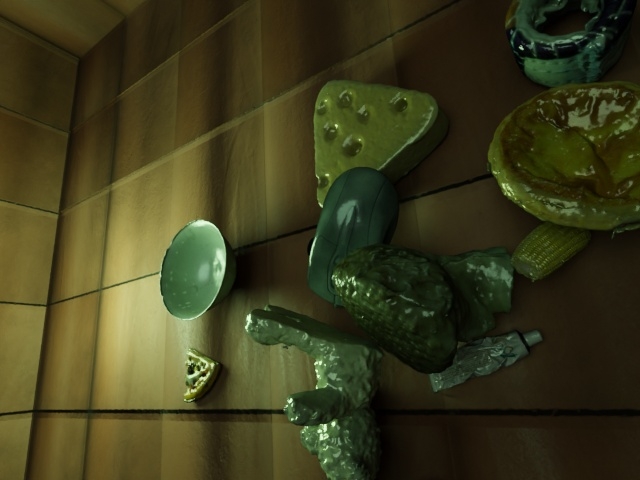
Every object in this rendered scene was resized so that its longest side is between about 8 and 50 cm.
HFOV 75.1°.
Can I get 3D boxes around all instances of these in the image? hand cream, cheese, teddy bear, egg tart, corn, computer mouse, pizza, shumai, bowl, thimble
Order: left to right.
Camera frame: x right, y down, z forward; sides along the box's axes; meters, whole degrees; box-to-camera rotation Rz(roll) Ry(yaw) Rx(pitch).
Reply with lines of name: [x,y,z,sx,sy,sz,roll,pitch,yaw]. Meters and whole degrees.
pizza: [-0.395,0.413,1.349,0.184,0.036,0.176,-39,58,21]
bowl: [-0.359,0.100,1.335,0.313,0.146,0.314,-9,74,33]
teddy bear: [-0.017,0.371,0.911,0.374,0.327,0.363,16,87,9]
computer mouse: [0.068,0.010,1.007,0.188,0.122,0.372,18,109,18]
cheese: [0.104,-0.289,1.122,0.383,0.104,0.385,-9,75,34]
shumai: [0.213,0.084,0.868,0.288,0.292,0.329,-45,41,-18]
hand cream: [0.329,0.242,0.860,0.256,0.050,0.084,-30,65,30]
corn: [0.433,0.012,0.784,0.165,0.063,0.085,-33,72,-24]
thimble: [0.505,-0.433,0.841,0.237,0.150,0.238,-9,73,32]
egg tart: [0.485,-0.146,0.766,0.340,0.132,0.342,-12,58,20]

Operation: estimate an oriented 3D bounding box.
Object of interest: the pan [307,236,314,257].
pan: [0.000,0.000,1.173,0.068,0.023,0.116,17,91,38]
